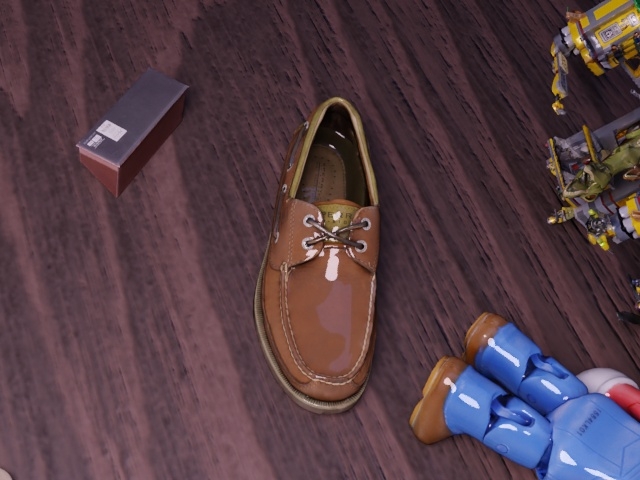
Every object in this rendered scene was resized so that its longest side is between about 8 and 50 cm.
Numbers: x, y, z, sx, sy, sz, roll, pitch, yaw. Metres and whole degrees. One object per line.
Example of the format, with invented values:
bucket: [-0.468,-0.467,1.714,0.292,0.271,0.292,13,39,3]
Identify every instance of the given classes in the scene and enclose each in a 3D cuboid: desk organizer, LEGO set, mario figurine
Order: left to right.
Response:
desk organizer: [-0.183,-0.107,0.896,0.047,0.050,0.130,26,51,6]
mario figurine: [0.230,0.209,0.750,0.320,0.170,0.198,34,88,25]
LEGO set: [0.281,-0.052,0.869,0.255,0.192,0.331,25,45,-45]

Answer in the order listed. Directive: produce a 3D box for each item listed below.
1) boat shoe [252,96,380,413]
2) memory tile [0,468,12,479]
boat shoe: [0.000,0.000,0.829,0.111,0.104,0.307,4,53,-12]
memory tile: [-0.228,0.241,0.645,0.113,0.012,0.148,21,50,1]
